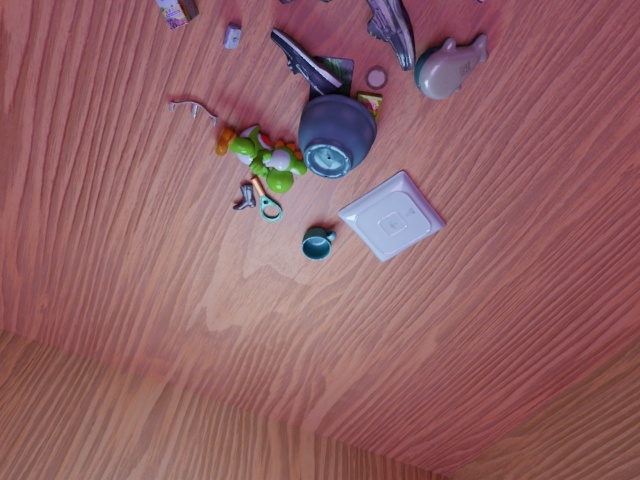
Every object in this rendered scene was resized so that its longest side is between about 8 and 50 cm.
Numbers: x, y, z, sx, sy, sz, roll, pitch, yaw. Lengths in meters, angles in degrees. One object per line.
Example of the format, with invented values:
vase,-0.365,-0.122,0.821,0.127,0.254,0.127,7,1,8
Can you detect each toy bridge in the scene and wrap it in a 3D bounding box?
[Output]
toy bridge,-0.480,-0.499,1.797,0.188,0.026,0.063,17,123,-9

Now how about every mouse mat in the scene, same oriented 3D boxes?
mouse mat,0.038,-0.575,1.728,0.153,0.007,0.189,6,125,-1

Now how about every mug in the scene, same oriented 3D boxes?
mug,-0.003,0.007,2.089,0.158,0.097,0.129,-4,125,5

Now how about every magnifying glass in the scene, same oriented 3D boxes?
magnifying glass,-0.238,-0.174,2.012,0.092,0.026,0.231,-17,124,13

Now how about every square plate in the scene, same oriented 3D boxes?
square plate,0.311,-0.082,2.039,0.344,0.049,0.347,-32,118,24

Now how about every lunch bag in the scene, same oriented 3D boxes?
lunch bag,-0.303,-0.700,1.609,0.053,0.083,0.071,21,123,-11

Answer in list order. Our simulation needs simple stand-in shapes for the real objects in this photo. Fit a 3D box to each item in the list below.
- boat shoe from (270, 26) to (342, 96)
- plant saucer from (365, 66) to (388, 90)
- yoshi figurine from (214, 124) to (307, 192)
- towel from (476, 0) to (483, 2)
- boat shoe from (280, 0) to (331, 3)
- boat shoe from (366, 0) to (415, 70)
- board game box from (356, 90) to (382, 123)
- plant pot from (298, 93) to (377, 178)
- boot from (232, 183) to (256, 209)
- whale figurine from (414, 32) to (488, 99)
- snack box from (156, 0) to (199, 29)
boat shoe,-0.063,-0.611,1.638,0.303,0.114,0.091,37,116,-15
plant saucer,0.204,-0.588,1.703,0.084,0.015,0.083,1,125,1
yoshi figurine,-0.237,-0.297,1.842,0.362,0.203,0.203,19,140,-13
towel,0.515,-0.936,1.427,0.237,0.037,0.329,28,122,-15
boat shoe,0.013,-0.816,1.478,0.342,0.123,0.123,-2,136,19
boat shoe,0.218,-0.729,1.549,0.130,0.132,0.355,-14,115,24
board game box,0.169,-0.465,1.776,0.092,0.043,0.181,8,126,-2
plant pot,0.045,-0.351,1.711,0.293,0.196,0.293,11,146,8
boot,-0.333,-0.189,2.004,0.107,0.037,0.114,-12,128,-5
whale figurine,0.445,-0.612,1.619,0.272,0.141,0.216,-34,140,-1
snack box,-0.478,-0.798,1.492,0.070,0.174,0.207,-16,122,10
